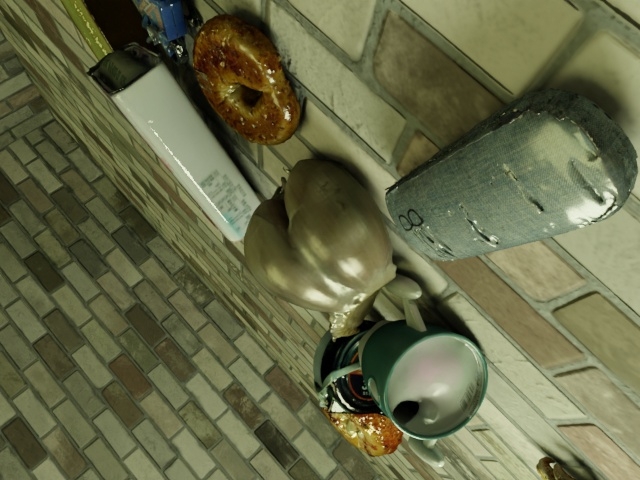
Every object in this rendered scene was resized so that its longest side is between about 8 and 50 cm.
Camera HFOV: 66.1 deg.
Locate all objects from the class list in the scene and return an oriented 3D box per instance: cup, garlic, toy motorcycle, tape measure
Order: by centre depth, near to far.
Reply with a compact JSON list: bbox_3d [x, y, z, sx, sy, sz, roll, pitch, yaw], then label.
[{"bbox_3d":[-0.235,-0.347,0.703,0.114,0.076,0.205,54,163,15],"label":"toy motorcycle"},{"bbox_3d":[0.000,0.000,0.739,0.292,0.210,0.237,54,-168,8],"label":"garlic"},{"bbox_3d":[0.138,0.198,0.769,0.173,0.168,0.299,-163,63,-70],"label":"cup"},{"bbox_3d":[0.076,0.242,0.943,0.182,0.180,0.107,17,172,-29],"label":"tape measure"}]

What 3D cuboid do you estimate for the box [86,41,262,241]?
[{"bbox_3d":[-0.248,-0.174,0.899,0.190,0.112,0.369,38,164,45],"label":"box"}]

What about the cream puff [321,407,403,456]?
[{"bbox_3d":[0.106,0.410,1.204,0.240,0.164,0.240,27,141,25],"label":"cream puff"}]

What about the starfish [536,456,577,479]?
[{"bbox_3d":[0.422,0.419,0.711,0.238,0.071,0.216,42,165,3],"label":"starfish"}]

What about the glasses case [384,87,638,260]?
[{"bbox_3d":[0.148,-0.043,0.451,0.109,0.067,0.282,49,161,-4],"label":"glasses case"}]

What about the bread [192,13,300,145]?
[{"bbox_3d":[-0.099,-0.214,0.672,0.193,0.064,0.193,35,153,20],"label":"bread"}]

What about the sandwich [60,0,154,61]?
[{"bbox_3d":[-0.379,-0.387,0.892,0.094,0.096,0.258,14,140,49],"label":"sandwich"}]
